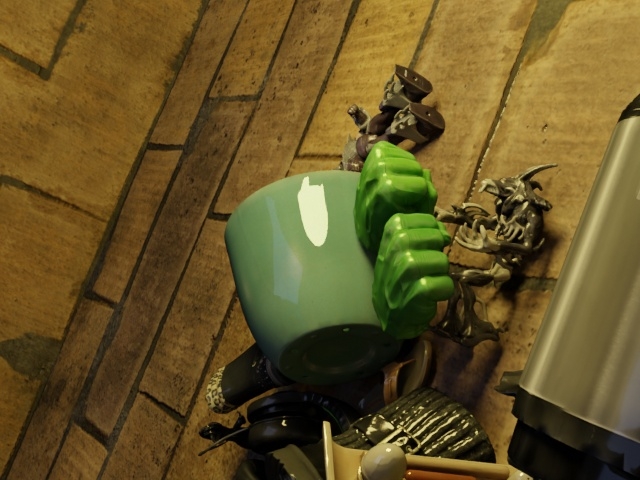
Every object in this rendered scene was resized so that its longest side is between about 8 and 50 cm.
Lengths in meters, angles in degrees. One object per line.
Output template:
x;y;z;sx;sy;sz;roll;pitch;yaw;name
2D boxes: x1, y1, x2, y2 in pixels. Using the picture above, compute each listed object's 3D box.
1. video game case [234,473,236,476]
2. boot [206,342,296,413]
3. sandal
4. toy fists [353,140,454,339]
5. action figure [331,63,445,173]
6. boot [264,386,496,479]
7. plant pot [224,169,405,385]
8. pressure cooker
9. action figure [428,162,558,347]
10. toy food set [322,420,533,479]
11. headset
-0.136;0.489;1.820;0.157;0.019;0.143;-128;53;-60;video game case
-0.088;0.187;1.849;0.178;0.085;0.236;-31;16;31;boot
0.102;0.212;1.621;0.180;0.049;0.072;-46;32;33;sandal
0.111;-0.011;1.466;0.142;0.096;0.279;97;167;-49;toy fists
0.092;-0.177;1.920;0.285;0.099;0.185;-42;43;45;action figure
0.115;0.329;1.326;0.348;0.260;0.131;52;148;42;boot
0.010;0.076;1.662;0.293;0.293;0.235;-42;44;38;plant pot
0.347;0.116;0.883;0.370;0.375;0.420;74;-144;-87;pressure cooker
0.220;0.005;1.490;0.275;0.141;0.164;-68;15;-2;action figure
0.151;0.308;1.194;0.219;0.306;0.092;-95;19;-44;toy food set
-0.051;0.352;1.734;0.394;0.185;0.243;10;81;47;headset
